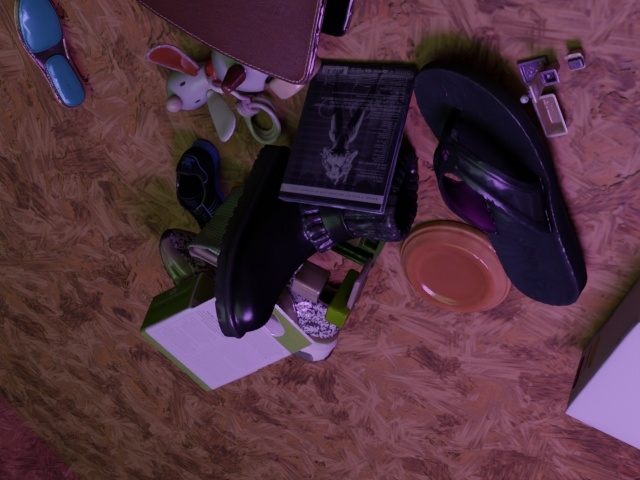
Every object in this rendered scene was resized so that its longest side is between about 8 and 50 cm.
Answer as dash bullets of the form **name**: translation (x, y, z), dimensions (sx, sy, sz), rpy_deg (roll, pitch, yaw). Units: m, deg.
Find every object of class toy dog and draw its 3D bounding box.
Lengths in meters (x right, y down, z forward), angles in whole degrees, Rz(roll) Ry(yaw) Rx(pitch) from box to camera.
- **toy dog**: translation (-0.148, -0.236, 1.163), dimensions (0.220, 0.161, 0.334), rpy_deg (38, 149, -2)

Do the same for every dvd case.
- **dvd case**: translation (0.040, -0.154, 1.134), dimensions (0.164, 0.221, 0.018), rpy_deg (9, 167, 26)

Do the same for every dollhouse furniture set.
- **dollhouse furniture set**: translation (-0.045, -0.020, 1.312), dimensions (0.301, 0.197, 0.151), rpy_deg (27, 141, 7)
- **dollhouse furniture set**: translation (0.308, -0.176, 1.022), dimensions (0.091, 0.081, 0.114), rpy_deg (-7, 125, 37)

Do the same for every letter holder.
- **letter holder**: translation (-0.082, -0.352, 0.966), dimensions (0.302, 0.152, 0.214), rpy_deg (31, 133, 18)

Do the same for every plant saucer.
- **plant saucer**: translation (0.227, 0.054, 1.334), dimensions (0.200, 0.037, 0.200), rpy_deg (18, 138, 18)

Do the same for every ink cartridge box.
- **ink cartridge box**: translation (-0.158, 0.144, 1.385), dimensions (0.255, 0.097, 0.189), rpy_deg (-27, 122, 26)

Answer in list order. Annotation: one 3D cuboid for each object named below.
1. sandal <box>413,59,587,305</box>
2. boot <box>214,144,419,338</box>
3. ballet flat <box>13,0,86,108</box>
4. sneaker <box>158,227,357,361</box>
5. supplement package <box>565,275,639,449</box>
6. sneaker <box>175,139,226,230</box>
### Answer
- **sandal**: translation (0.260, -0.056, 1.127), dimensions (0.167, 0.107, 0.446), rpy_deg (1, 132, 52)
- **boot**: translation (-0.001, -0.003, 1.180), dimensions (0.260, 0.348, 0.131), rpy_deg (8, 156, 18)
- **ballet flat**: translation (-0.489, -0.342, 1.386), dimensions (0.073, 0.080, 0.232), rpy_deg (37, 148, 45)
- **sneaker**: translation (-0.104, 0.062, 1.482), dimensions (0.410, 0.158, 0.182), rpy_deg (29, 122, -17)
- **supplement package**: translation (0.531, 0.192, 1.190), dimensions (0.204, 0.145, 0.262), rpy_deg (25, 138, 9)
- **sneaker**: translation (-0.224, -0.072, 1.459), dimensions (0.081, 0.090, 0.232), rpy_deg (12, 135, 21)
